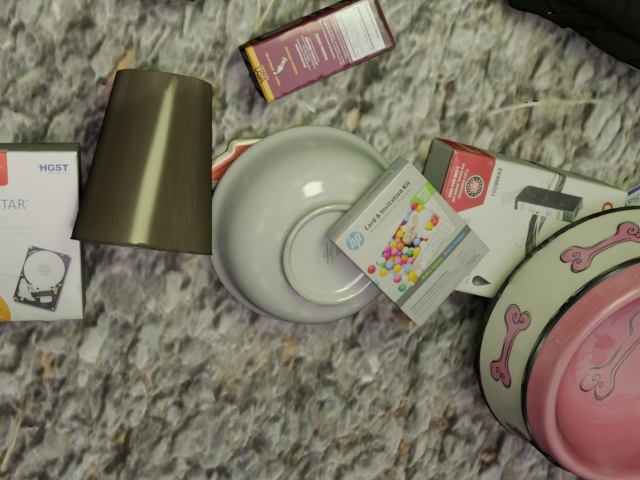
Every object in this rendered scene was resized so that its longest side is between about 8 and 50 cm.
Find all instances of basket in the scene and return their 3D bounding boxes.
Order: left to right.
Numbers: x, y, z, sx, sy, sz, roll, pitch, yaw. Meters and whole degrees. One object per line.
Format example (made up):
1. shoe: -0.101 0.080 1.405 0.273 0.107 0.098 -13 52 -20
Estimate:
1. basket: -0.220 -0.102 1.363 0.204 0.154 0.226 6 90 -47

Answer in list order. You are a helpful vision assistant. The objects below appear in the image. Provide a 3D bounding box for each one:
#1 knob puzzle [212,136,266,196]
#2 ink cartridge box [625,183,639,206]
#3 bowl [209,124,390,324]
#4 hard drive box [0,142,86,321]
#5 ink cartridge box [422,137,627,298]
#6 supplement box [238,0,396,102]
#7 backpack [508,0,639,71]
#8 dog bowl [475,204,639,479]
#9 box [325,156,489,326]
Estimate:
1. knob puzzle: -0.073 -0.061 1.472 0.213 0.030 0.213 -2 103 -9
2. ink cartridge box: 0.569 0.030 1.586 0.165 0.065 0.332 -29 108 -2
3. bowl: 0.000 0.000 1.423 0.298 0.134 0.297 -6 111 -15
4. hard drive box: -0.412 -0.012 1.396 0.181 0.089 0.232 -2 103 -10
5. ink cartridge box: 0.277 -0.017 1.498 0.273 0.114 0.197 12 101 -13
6. supplement box: -0.007 -0.262 1.397 0.188 0.104 0.080 -25 106 -4
7. backpack: 0.478 -0.344 1.350 0.355 0.273 0.290 42 135 21
8. dog bowl: 0.434 0.164 1.448 0.408 0.150 0.408 -8 118 -14
9. box: 0.118 0.003 1.370 0.145 0.038 0.186 -47 117 -4
